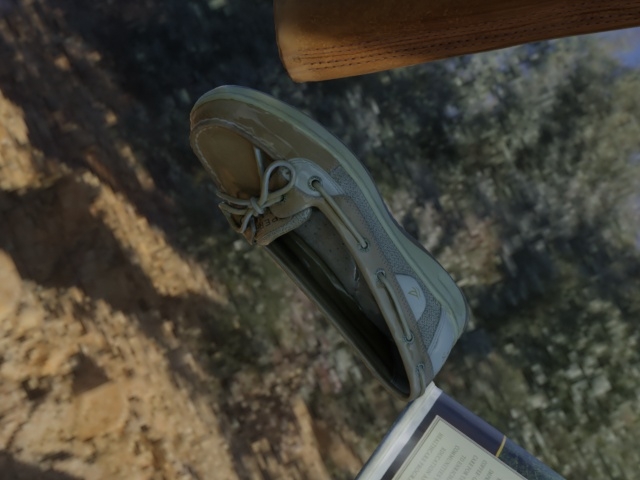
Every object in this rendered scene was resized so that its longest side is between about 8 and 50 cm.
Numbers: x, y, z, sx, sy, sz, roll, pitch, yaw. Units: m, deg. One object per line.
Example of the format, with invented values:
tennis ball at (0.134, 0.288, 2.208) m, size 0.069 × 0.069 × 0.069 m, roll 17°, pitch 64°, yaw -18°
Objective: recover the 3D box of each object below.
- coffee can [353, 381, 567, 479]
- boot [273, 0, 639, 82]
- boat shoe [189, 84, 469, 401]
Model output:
coffee can at (0.124, 0.250, 0.777) m, size 0.275 × 0.201 × 0.201 m, roll 35°, pitch -10°, yaw 8°
boot at (0.135, -0.169, 0.427) m, size 0.096 × 0.280 × 0.264 m, roll 44°, pitch 52°, yaw -53°
boat shoe at (-0.001, 0.001, 0.504) m, size 0.153 × 0.048 × 0.056 m, roll 48°, pitch -42°, yaw -16°
